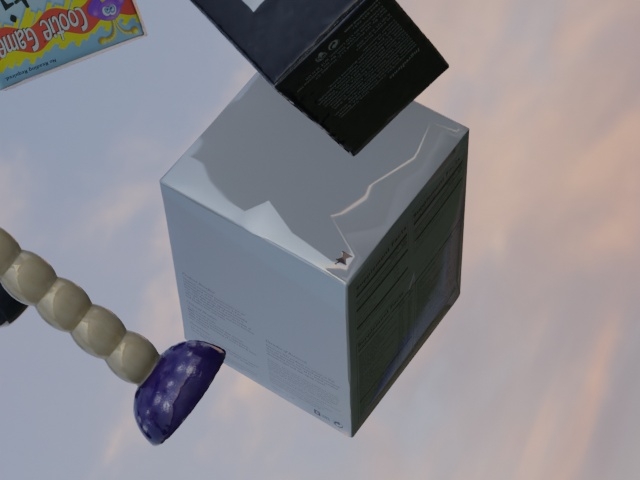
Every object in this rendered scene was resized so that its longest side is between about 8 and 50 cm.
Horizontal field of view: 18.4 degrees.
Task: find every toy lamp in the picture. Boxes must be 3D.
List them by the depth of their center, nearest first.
[{"bbox_3d":[-0.182,0.010,1.134,0.080,0.274,0.080,-52,8,11],"label":"toy lamp"}]

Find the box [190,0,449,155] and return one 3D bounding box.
[{"bbox_3d":[-0.018,-0.153,1.257,0.093,0.156,0.158,-45,-24,5],"label":"box"}]

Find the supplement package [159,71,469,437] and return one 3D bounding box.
[{"bbox_3d":[0.000,0.000,1.792,0.198,0.199,0.263,-51,-22,-27],"label":"supplement package"}]

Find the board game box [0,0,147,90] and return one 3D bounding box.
[{"bbox_3d":[-0.271,-0.288,1.779,0.142,0.144,0.275,-129,17,-83],"label":"board game box"}]

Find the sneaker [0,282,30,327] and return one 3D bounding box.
[{"bbox_3d":[-0.366,0.045,1.608,0.131,0.319,0.112,-50,-53,-27],"label":"sneaker"}]
